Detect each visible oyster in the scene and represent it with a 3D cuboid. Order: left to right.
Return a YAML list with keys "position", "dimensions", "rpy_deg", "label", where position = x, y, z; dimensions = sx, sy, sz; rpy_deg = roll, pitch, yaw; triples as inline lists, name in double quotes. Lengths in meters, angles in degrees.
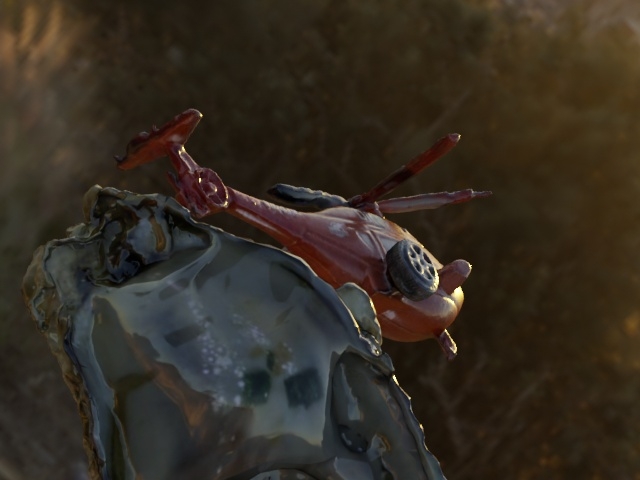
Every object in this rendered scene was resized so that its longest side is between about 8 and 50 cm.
- position: [-0.016, 0.057, 0.493]
  dimensions: [0.053, 0.108, 0.166]
  rpy_deg: [-172, -117, -81]
  label: "oyster"

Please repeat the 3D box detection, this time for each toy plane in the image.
- position: [0.007, -0.004, 0.763]
  dimensions: [0.194, 0.126, 0.077]
  rpy_deg: [53, 16, -59]
  label: "toy plane"
